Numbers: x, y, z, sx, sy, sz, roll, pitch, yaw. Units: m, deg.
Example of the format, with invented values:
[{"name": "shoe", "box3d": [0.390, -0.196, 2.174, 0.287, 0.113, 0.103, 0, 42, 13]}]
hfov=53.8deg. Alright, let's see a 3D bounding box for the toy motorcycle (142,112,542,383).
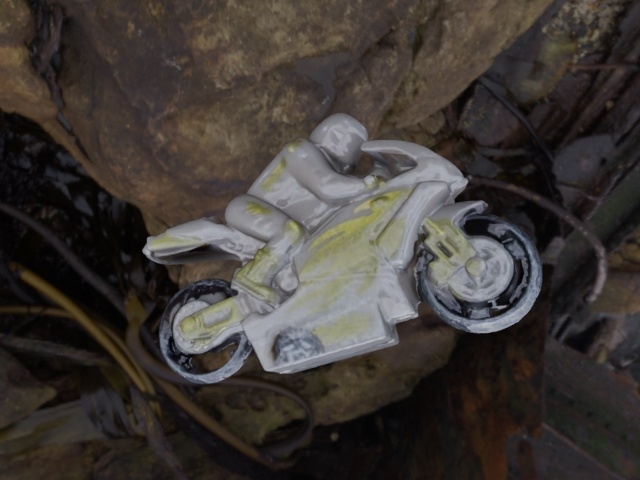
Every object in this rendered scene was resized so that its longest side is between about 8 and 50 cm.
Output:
[{"name": "toy motorcycle", "box3d": [0.000, 0.000, 0.552, 0.341, 0.222, 0.108, -16, 162, 15]}]
